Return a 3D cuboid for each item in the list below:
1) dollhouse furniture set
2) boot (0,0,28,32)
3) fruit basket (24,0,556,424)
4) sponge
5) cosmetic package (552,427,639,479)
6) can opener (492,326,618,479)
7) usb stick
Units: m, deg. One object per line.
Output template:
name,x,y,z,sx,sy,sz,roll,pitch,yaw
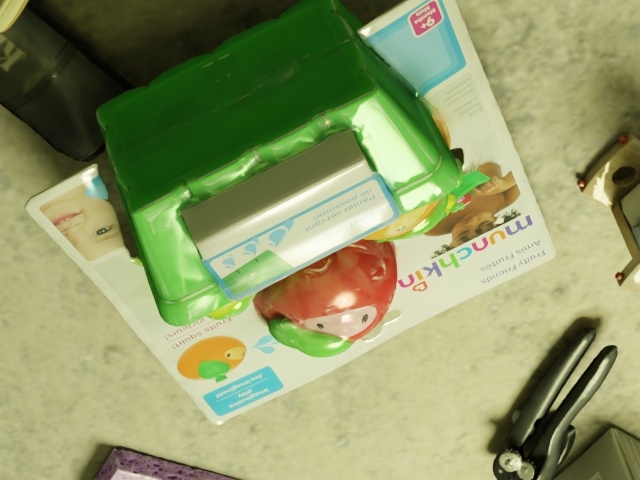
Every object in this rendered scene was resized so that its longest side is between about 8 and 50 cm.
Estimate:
dollhouse furniture set,0.317,-0.044,1.247,0.129,0.129,0.183,25,121,-27
boot,-0.246,-0.264,0.977,0.203,0.095,0.262,10,122,-19
fruit basket,0.000,0.000,1.200,0.327,0.165,0.353,-26,136,3
sponge,-0.117,0.262,1.475,0.210,0.031,0.117,19,123,-25
cosmetic package,0.341,0.289,1.527,0.238,0.127,0.107,25,121,-30
can opener,0.208,0.153,1.444,0.059,0.073,0.186,30,123,15
usb stick,-0.239,-0.152,1.105,0.077,0.045,0.278,-36,126,19
